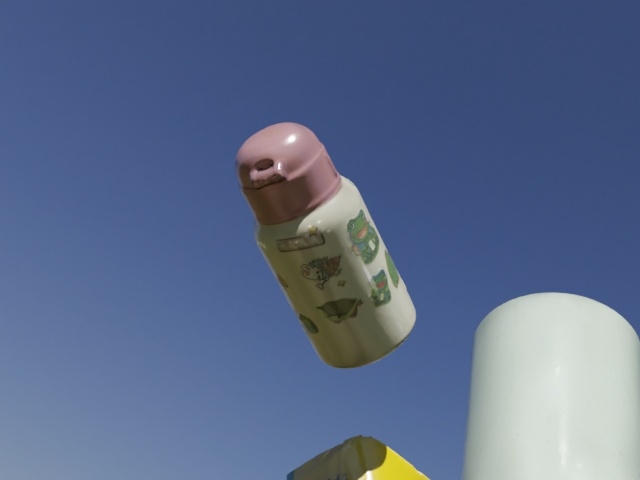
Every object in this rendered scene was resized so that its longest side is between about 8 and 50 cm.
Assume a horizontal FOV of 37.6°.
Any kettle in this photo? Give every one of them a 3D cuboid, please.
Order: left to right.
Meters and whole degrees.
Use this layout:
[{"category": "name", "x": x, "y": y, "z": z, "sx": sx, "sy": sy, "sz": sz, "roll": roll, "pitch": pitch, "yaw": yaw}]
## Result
[{"category": "kettle", "x": 0.241, "y": 0.251, "z": 1.057, "sx": 0.205, "sy": 0.318, "sz": 0.265, "roll": 40, "pitch": -53, "yaw": -20}]

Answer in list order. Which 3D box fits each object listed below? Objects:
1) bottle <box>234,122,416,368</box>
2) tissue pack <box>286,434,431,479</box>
[{"category": "bottle", "x": 0.000, "y": 0.000, "z": 0.950, "sx": 0.120, "sy": 0.120, "sz": 0.253, "roll": -4, "pitch": -58, "yaw": 40}, {"category": "tissue pack", "x": 0.062, "y": 0.367, "z": 0.977, "sx": 0.134, "sy": 0.271, "sz": 0.192, "roll": -29, "pitch": -53, "yaw": 22}]
